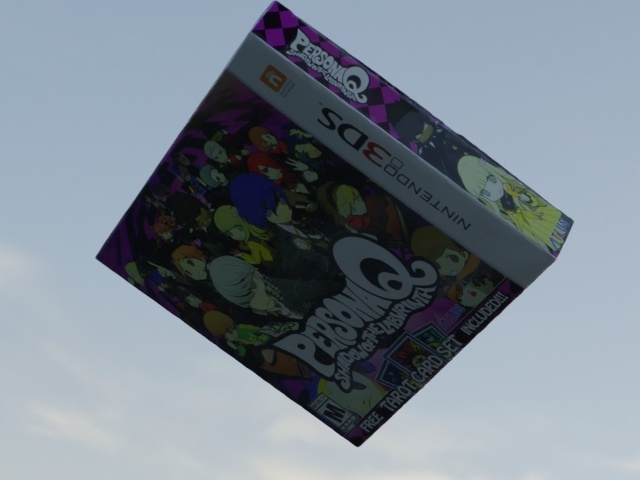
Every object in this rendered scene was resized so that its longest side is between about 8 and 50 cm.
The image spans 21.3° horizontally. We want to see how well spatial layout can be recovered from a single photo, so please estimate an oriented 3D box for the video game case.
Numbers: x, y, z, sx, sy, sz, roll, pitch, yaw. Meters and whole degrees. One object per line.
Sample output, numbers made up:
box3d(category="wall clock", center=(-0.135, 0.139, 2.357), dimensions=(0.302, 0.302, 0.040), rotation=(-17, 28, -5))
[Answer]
box3d(category="video game case", center=(0.000, 0.000, 1.003), dimensions=(0.210, 0.042, 0.232), rotation=(37, -45, -4))
